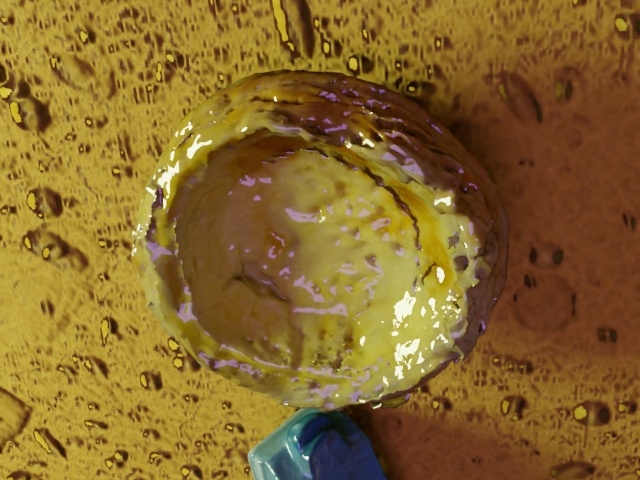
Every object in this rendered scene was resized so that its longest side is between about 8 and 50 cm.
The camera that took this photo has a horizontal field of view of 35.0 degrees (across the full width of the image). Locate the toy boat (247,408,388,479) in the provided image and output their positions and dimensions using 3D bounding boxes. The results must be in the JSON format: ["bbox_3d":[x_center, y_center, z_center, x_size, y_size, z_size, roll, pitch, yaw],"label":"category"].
[{"bbox_3d":[-0.001,0.197,0.694,0.102,0.088,0.215,12,130,49],"label":"toy boat"}]

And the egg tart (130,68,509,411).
[{"bbox_3d":[0.001,-0.001,0.564,0.212,0.090,0.213,8,120,14],"label":"egg tart"}]
